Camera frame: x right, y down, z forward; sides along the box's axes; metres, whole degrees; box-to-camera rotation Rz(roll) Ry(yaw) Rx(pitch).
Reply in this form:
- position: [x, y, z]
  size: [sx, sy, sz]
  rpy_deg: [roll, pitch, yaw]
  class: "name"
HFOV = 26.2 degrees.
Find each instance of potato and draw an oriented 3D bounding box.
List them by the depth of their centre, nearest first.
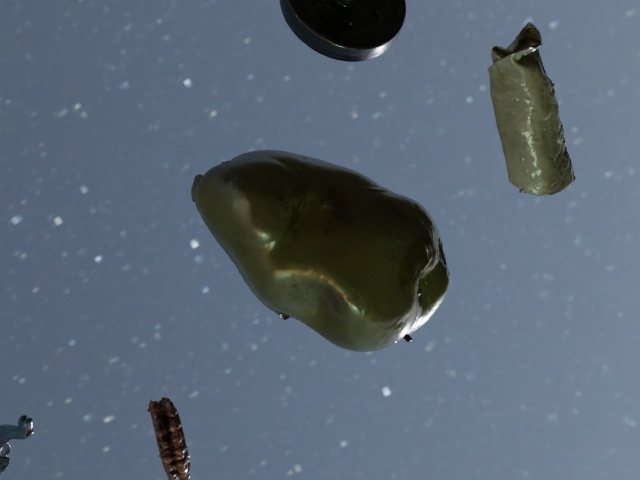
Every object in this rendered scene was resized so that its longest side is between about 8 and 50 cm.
- position: [0.001, 0.000, 1.709]
  size: [0.351, 0.202, 0.218]
  rpy_deg: [30, -133, -14]
  class: "potato"

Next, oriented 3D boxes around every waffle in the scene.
- position: [-0.142, 0.190, 1.305]
  size: [0.083, 0.029, 0.075]
  rpy_deg: [86, 168, -48]
  class: "waffle"

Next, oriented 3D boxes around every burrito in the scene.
- position: [0.232, -0.138, 1.529]
  size: [0.087, 0.060, 0.226]
  rpy_deg: [-40, -47, -25]
  class: "burrito"

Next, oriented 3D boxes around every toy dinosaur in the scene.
- position: [-0.302, 0.173, 1.181]
  size: [0.080, 0.197, 0.045]
  rpy_deg: [53, -135, -5]
  class: "toy dinosaur"

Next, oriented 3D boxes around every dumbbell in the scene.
- position: [0.045, -0.292, 1.444]
  size: [0.143, 0.325, 0.143]
  rpy_deg: [7, -118, -14]
  class: "dumbbell"
